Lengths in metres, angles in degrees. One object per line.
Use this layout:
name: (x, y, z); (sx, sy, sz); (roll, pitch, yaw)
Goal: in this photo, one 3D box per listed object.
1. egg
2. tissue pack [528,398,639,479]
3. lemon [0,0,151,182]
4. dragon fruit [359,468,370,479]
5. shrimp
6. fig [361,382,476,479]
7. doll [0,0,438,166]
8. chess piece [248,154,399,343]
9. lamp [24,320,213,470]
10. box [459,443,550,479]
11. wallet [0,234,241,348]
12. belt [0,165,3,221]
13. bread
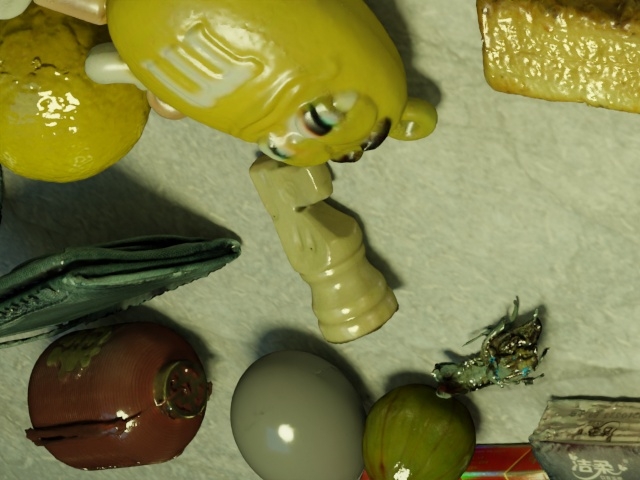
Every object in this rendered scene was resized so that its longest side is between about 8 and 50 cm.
egg: (-0.021, 0.208, 2.060); (0.146, 0.146, 0.199); (4, 142, 32)
tissue pack: (0.340, 0.269, 1.931); (0.173, 0.073, 0.235); (-3, 131, 37)
lemon: (-0.256, -0.154, 1.781); (0.192, 0.192, 0.231); (25, 142, 10)
dragon fruit: (0.062, 0.338, 2.184); (0.083, 0.106, 0.162); (27, 140, 5)
shrimp: (0.184, 0.115, 1.894); (0.174, 0.076, 0.082); (-32, 70, 55)
fig: (0.087, 0.255, 1.963); (0.124, 0.236, 0.124); (13, 133, 14)
doll: (-0.099, -0.212, 1.584); (0.423, 0.161, 0.348); (9, 147, 5)
chess piece: (0.000, 0.000, 1.876); (0.090, 0.090, 0.200); (-10, 115, 42)
lamp: (-0.246, 0.187, 2.170); (0.258, 0.180, 0.180); (-12, 125, 41)
box: (0.209, 0.281, 2.058); (0.175, 0.048, 0.112); (-8, 127, 41)
wallet: (-0.276, 0.053, 2.035); (0.342, 0.237, 0.075); (-23, 78, 48)
belt: (-0.448, -0.056, 2.017); (0.116, 0.206, 0.267); (16, 137, 22)
bread: (0.230, -0.164, 1.511); (0.211, 0.083, 0.114); (12, 133, 26)
